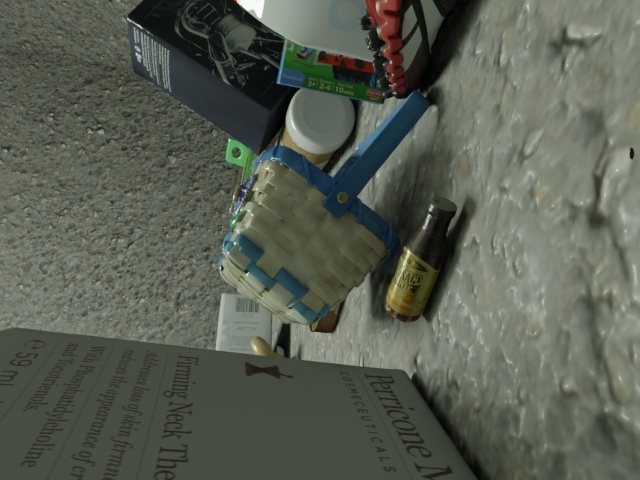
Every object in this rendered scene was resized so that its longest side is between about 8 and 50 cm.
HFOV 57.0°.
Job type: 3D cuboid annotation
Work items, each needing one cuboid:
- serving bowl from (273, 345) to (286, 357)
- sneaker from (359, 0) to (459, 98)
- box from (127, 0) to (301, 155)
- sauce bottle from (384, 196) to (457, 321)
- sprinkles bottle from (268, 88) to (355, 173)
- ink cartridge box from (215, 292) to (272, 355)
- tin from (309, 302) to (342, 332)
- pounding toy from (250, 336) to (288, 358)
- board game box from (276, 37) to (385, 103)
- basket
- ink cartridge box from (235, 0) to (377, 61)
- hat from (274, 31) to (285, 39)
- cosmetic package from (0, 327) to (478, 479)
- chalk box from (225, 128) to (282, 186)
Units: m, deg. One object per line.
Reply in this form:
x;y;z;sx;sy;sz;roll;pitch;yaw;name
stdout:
-0.098;0.293;1.400;0.083;0.027;0.083;-171;90;-80;serving bowl
0.105;-0.259;0.614;0.276;0.135;0.097;73;-176;-57;sneaker
-0.147;-0.409;1.176;0.343;0.313;0.179;-57;1;-24;box
0.096;0.019;0.564;0.042;0.042;0.128;-99;19;-59;sauce bottle
-0.031;-0.194;1.198;0.355;0.121;0.121;142;136;-75;sprinkles bottle
-0.190;0.333;1.470;0.309;0.130;0.271;97;174;-46;ink cartridge box
0.016;0.067;0.966;0.106;0.040;0.189;-92;14;-60;tin
-0.101;0.344;1.269;0.154;0.155;0.269;47;144;40;pounding toy
0.034;-0.320;0.859;0.039;0.160;0.211;-125;45;-74;board game box
0.007;-0.042;0.733;0.289;0.201;0.255;-48;3;-16;basket
-0.038;-0.379;0.673;0.308;0.385;0.091;114;161;-54;ink cartridge box
0.012;-0.440;0.953;0.208;0.173;0.183;-38;-42;-38;hat
-0.106;0.289;0.445;0.329;0.394;0.327;-127;46;-75;cosmetic package
-0.129;-0.201;1.474;0.132;0.213;0.132;-94;16;-50;chalk box
